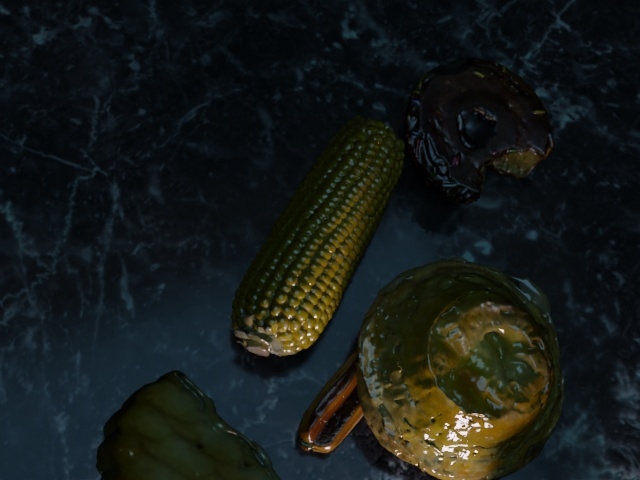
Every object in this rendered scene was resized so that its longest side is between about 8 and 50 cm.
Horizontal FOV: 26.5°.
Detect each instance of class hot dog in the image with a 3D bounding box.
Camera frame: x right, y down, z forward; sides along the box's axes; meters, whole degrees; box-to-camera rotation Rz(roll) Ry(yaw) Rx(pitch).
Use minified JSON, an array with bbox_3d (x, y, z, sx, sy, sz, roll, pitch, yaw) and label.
[{"bbox_3d":[0.034,0.223,1.925,0.072,0.055,0.188,46,71,-9],"label":"hot dog"}]

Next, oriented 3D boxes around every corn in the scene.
[{"bbox_3d":[0.000,0.000,1.952,0.144,0.144,0.387,30,68,4],"label":"corn"}]

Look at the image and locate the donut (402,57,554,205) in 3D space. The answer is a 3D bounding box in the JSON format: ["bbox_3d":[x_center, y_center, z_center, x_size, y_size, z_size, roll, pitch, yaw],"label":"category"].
[{"bbox_3d":[0.222,-0.160,2.031,0.230,0.096,0.216,-41,84,-21],"label":"donut"}]

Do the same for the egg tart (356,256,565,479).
[{"bbox_3d":[0.209,0.173,1.894,0.341,0.129,0.341,5,72,-16],"label":"egg tart"}]

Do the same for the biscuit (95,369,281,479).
[{"bbox_3d":[-0.155,0.318,1.816,0.329,0.078,0.335,16,39,-34],"label":"biscuit"}]
